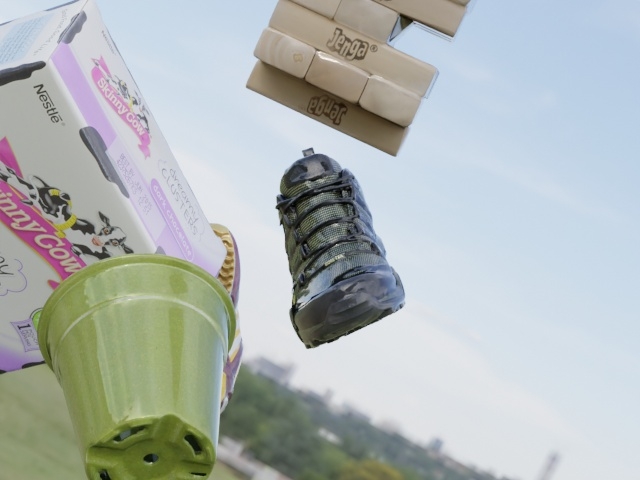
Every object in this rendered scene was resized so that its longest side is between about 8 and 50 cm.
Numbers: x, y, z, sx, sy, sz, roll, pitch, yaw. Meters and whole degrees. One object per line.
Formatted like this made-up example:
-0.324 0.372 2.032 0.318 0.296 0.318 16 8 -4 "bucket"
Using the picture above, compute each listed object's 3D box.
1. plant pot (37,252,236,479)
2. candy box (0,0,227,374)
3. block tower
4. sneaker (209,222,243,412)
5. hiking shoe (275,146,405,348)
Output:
-0.070 0.062 0.644 0.083 0.083 0.079 35 25 -33 "plant pot"
-0.172 -0.017 0.827 0.196 0.070 0.165 -14 -60 22 "candy box"
0.075 -0.211 0.826 0.097 0.335 0.091 25 6 2 "block tower"
-0.106 0.075 1.493 0.069 0.185 0.084 10 4 13 "sneaker"
0.000 0.000 1.160 0.227 0.086 0.114 -104 168 -76 "hiking shoe"
